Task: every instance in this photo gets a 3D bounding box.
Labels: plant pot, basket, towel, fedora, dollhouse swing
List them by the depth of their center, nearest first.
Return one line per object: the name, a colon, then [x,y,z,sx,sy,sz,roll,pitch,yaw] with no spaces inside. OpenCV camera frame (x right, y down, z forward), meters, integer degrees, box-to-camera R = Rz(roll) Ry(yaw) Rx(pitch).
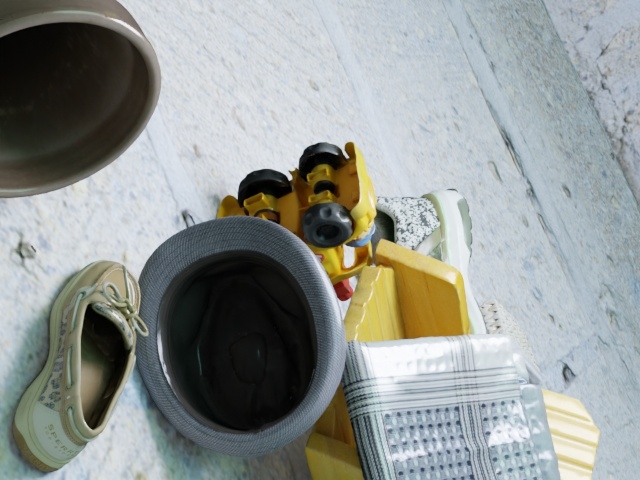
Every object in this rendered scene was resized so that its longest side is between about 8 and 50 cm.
plant pot: [-0.327,-0.213,1.358,0.263,0.263,0.229,22,33,-51]
fedora: [-0.091,0.118,1.517,0.124,0.243,0.275,71,-2,-78]
towel: [0.178,0.265,1.542,0.324,0.056,0.312,4,65,-40]
dollhouse swing: [0.190,0.231,1.652,0.315,0.305,0.347,77,27,-44]
basket: [0.284,0.183,2.130,0.167,0.113,0.103,44,30,-48]

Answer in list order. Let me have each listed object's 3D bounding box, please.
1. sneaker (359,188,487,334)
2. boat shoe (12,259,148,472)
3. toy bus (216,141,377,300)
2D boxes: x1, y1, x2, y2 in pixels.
sneaker: [0.141,0.097,2.013,0.182,0.158,0.410,8,57,-20]
boat shoe: [-0.235,0.121,1.363,0.104,0.089,0.285,46,33,-29]
toy bus: [0.000,0.000,1.731,0.211,0.220,0.149,48,27,-38]
